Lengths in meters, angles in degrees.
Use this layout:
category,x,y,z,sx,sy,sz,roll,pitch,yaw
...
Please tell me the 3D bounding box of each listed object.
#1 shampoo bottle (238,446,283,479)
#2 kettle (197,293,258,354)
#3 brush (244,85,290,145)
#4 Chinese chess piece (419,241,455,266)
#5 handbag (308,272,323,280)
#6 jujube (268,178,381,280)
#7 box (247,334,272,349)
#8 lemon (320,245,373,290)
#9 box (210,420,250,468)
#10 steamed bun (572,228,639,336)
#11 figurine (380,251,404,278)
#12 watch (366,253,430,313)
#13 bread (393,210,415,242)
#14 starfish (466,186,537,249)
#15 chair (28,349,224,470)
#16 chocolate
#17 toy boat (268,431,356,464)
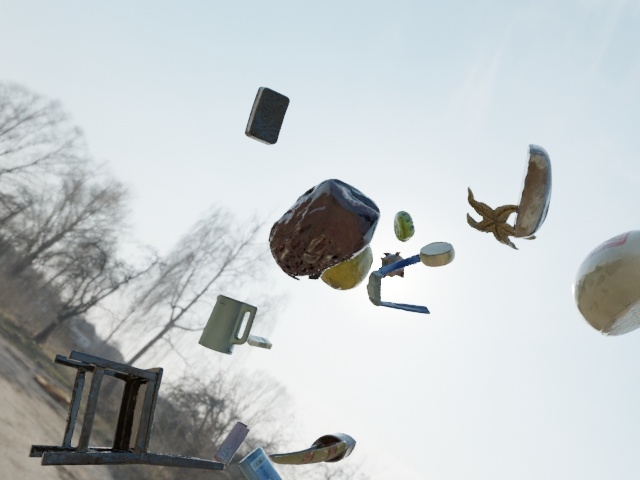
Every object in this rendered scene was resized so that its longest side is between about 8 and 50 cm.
category,x,y,z,sx,sy,sz,roll,pitch,yaw
shampoo bottle,-0.165,0.826,1.664,0.061,0.104,0.258,-44,-103,32
kettle,-0.254,0.228,1.350,0.098,0.147,0.127,26,-11,-28
brush,-0.197,-0.464,1.863,0.123,0.197,0.059,16,3,-32
Chinese chess piece,0.402,0.048,1.718,0.122,0.122,0.051,9,-61,48
handbag,0.000,0.000,1.887,0.080,0.246,0.223,20,-50,-28
jujube,0.003,-0.034,1.547,0.377,0.258,0.258,-31,-70,21
box,-0.209,0.342,1.680,0.083,0.024,0.054,20,2,-32
lemon,0.111,0.098,2.296,0.258,0.310,0.257,20,-38,16
box,-0.312,0.710,1.719,0.060,0.156,0.111,35,-38,4
steamed bun,0.939,0.109,1.517,0.374,0.375,0.241,84,-16,-54
figurine,0.356,0.122,2.459,0.125,0.137,0.125,2,-8,0
watch,0.324,0.212,2.053,0.068,0.275,0.276,33,-45,60
bread,0.341,-0.055,2.024,0.139,0.071,0.129,90,-14,-52
starfish,0.555,-0.061,1.546,0.277,0.062,0.236,51,-25,-13
chair,-0.444,0.425,1.227,0.416,0.240,0.203,19,-27,-33
chocolate,0.577,-0.128,1.335,0.080,0.157,0.253,9,-69,19
toy boat,-0.003,0.834,1.963,0.276,0.294,0.111,-26,-111,32
